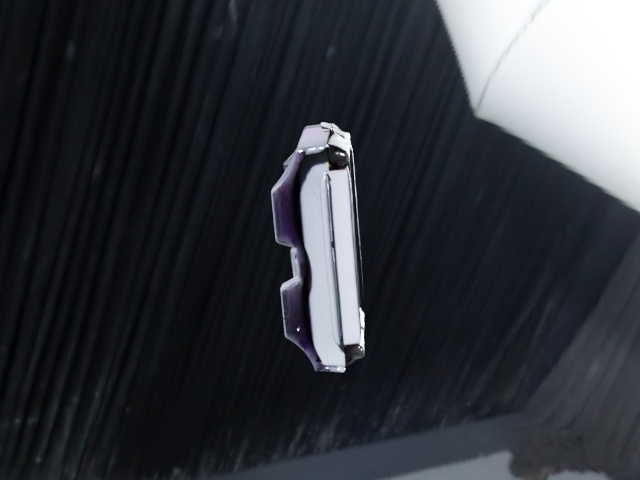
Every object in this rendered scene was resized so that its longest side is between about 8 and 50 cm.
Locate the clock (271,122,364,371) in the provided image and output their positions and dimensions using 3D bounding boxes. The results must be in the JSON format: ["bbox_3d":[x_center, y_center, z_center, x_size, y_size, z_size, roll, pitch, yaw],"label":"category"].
[{"bbox_3d":[0.000,0.000,1.242,0.083,0.253,0.186,-4,12,3],"label":"clock"}]
